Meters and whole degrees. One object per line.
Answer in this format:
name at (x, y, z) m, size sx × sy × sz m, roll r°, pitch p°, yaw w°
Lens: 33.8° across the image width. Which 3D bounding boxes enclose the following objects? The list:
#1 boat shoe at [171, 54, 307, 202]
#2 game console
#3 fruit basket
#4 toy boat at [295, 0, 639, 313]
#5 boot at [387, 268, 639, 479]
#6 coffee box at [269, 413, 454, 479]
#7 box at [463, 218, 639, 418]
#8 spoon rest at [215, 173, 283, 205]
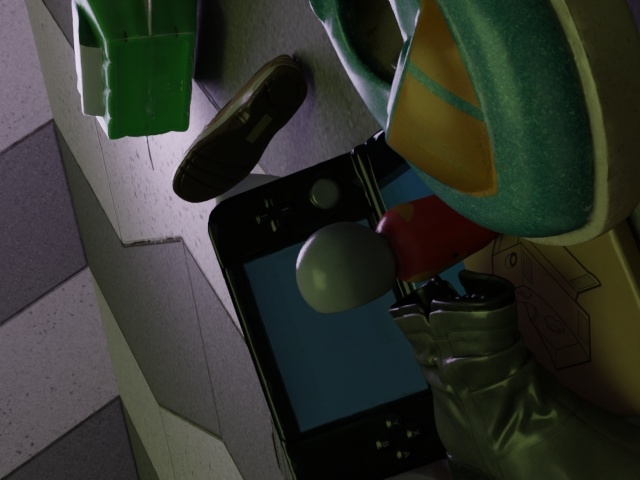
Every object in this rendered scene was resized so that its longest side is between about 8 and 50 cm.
boat shoe at (-0.087, -0.119, 1.117) m, size 0.068 × 0.190 × 0.072 m, roll 38°, pitch -161°, yaw -31°
game console at (0.044, 0.057, 0.893) m, size 0.173 × 0.250 × 0.293 m, roll 32°, pitch -143°, yaw -81°
fruit basket at (-0.266, -0.319, 1.377) m, size 0.327 × 0.165 × 0.353 m, roll 106°, pitch 145°, yaw -55°
toy boat at (0.063, -0.066, 0.628) m, size 0.267 × 0.148 × 0.318 m, roll 57°, pitch 158°, yaw 30°
boot at (0.138, 0.101, 0.685) m, size 0.246 × 0.083 × 0.161 m, roll 0°, pitch 117°, yaw 57°
coffee box at (0.067, 0.250, 1.007) m, size 0.246 × 0.141 × 0.098 m, roll 54°, pitch 159°, yaw 43°
box at (0.162, 0.030, 0.733) m, size 0.164 × 0.021 × 0.201 m, roll -32°, pitch 77°, yaw 60°
spoon rest at (0.000, 0.000, 1.100) m, size 0.276 × 0.084 × 0.137 m, roll 35°, pitch 141°, yaw 38°
